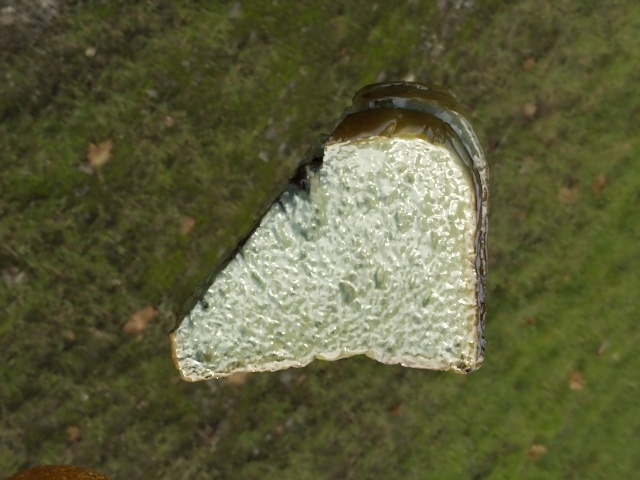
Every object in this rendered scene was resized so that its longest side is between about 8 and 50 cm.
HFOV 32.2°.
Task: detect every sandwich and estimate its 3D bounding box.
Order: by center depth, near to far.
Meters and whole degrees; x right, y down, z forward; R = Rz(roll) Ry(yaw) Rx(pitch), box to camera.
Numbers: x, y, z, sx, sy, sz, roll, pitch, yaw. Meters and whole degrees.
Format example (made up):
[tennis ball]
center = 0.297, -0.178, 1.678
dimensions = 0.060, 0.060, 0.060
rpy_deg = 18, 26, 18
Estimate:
[sandwich]
center = 0.000, -0.002, 0.939
dimensions = 0.099, 0.289, 0.254
rpy_deg = -81, 164, -59

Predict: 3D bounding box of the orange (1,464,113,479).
[orange]
center = -0.179, 0.253, 0.765
dimensions = 0.193, 0.161, 0.193
rpy_deg = 6, 90, -78
